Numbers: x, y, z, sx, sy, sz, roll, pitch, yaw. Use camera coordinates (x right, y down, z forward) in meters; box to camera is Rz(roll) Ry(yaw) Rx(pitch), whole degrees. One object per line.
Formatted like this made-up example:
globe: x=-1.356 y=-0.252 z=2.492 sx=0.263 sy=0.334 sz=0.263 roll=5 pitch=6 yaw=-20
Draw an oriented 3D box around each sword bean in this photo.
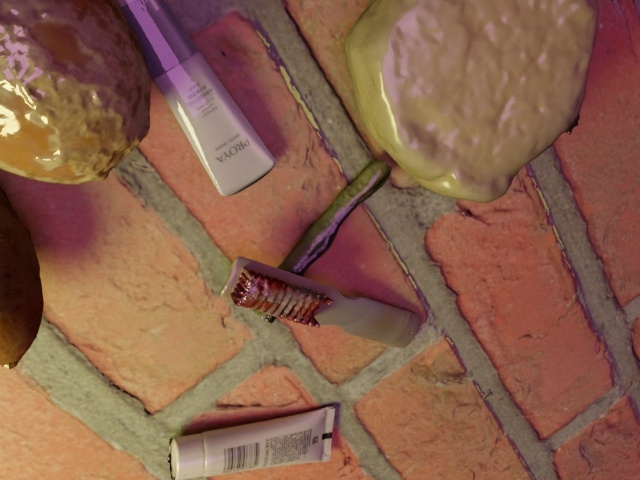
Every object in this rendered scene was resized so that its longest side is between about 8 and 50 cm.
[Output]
sword bean: x=0.000 y=-0.001 z=0.716 sx=0.043 sy=0.038 sz=0.269 roll=37 pitch=94 yaw=-36

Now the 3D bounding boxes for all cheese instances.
cheese: x=0.191 y=-0.211 z=0.664 sx=0.318 sy=0.115 sz=0.326 roll=-12 pitch=112 yaw=-13

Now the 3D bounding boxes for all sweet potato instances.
sweet potato: x=-0.376 y=-0.050 z=0.551 sx=0.109 sy=0.109 sz=0.384 roll=-17 pitch=100 yaw=-11

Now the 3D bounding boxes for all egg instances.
egg: x=-0.263 y=-0.162 z=0.496 sx=0.195 sy=0.195 sz=0.233 roll=-38 pitch=117 yaw=-2

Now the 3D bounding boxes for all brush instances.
brush: x=0.020 y=0.097 z=0.723 sx=0.321 sy=0.050 sz=0.060 roll=21 pitch=99 yaw=-33

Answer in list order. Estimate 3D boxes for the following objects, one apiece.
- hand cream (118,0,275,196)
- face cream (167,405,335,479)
hand cream: x=-0.144 y=-0.167 z=0.609 sx=0.079 sy=0.048 sz=0.255 roll=-34 pitch=115 yaw=-5
face cream: x=-0.093 y=0.297 z=0.780 sx=0.244 sy=0.058 sz=0.092 roll=0 pitch=102 yaw=-23
